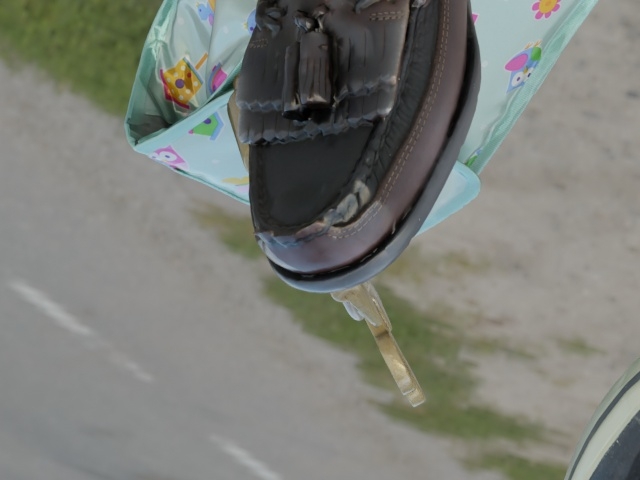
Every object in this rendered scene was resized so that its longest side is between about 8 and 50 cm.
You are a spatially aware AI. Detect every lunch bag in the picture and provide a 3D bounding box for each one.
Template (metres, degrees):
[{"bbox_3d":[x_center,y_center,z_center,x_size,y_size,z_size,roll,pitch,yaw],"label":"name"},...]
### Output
[{"bbox_3d":[0.021,-0.125,1.260,0.223,0.262,0.160,22,-163,-36],"label":"lunch bag"}]

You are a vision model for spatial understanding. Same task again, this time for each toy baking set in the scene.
[{"bbox_3d":[-0.003,-0.005,1.111,0.196,0.030,0.256,62,-177,-30],"label":"toy baking set"}]

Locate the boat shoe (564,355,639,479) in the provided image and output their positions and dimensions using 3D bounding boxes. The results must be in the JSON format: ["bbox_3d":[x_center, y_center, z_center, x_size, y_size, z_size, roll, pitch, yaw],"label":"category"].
[{"bbox_3d":[0.206,0.227,1.123,0.187,0.500,0.156,11,-152,-35],"label":"boat shoe"}]

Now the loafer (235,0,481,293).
[{"bbox_3d":[0.015,-0.124,0.828,0.109,0.302,0.095,-6,144,35],"label":"loafer"}]
